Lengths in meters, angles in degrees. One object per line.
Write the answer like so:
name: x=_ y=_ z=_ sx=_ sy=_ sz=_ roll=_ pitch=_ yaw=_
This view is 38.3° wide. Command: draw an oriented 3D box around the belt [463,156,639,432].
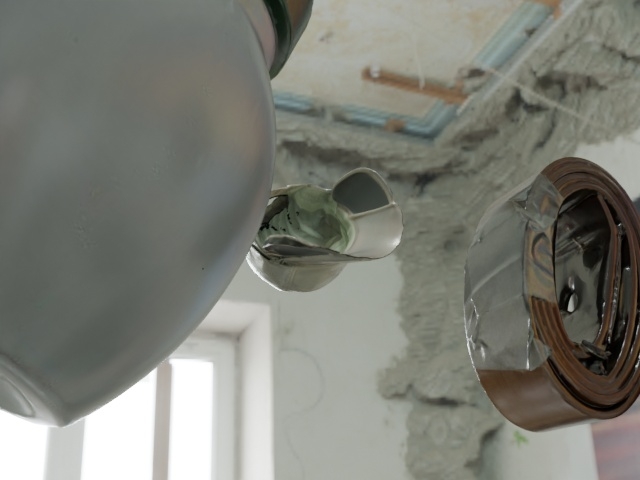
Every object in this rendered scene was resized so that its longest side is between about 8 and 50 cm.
belt: x=0.226 y=0.046 z=0.869 sx=0.184 sy=0.262 sz=0.105 roll=31 pitch=-33 yaw=-19

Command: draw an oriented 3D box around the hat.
hat: x=0.005 y=-0.002 z=1.445 sx=0.275 sy=0.232 sz=0.161 roll=2 pitch=-55 yaw=40

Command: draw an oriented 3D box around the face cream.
face cream: x=-0.165 y=-0.081 z=0.620 sx=0.219 sy=0.357 sz=0.312 roll=-6 pitch=-43 yaw=46
